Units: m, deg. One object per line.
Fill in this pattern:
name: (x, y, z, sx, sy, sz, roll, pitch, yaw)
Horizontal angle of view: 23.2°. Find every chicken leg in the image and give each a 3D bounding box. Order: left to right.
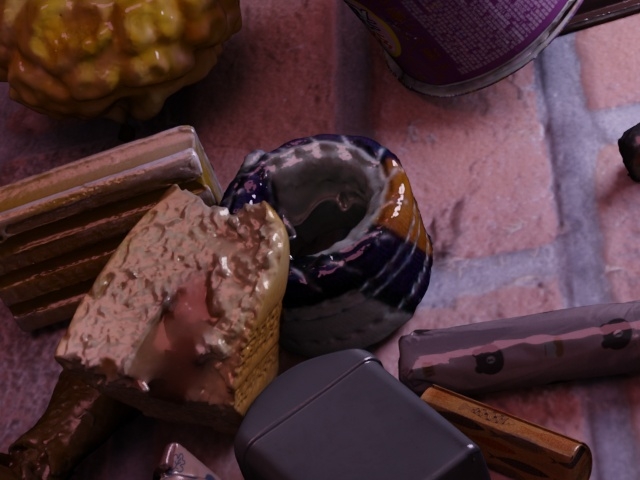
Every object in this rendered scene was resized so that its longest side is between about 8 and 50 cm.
chicken leg: (-0.325, 0.258, 1.591, 0.201, 0.152, 0.429, 13, 47, 39)

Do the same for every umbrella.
umbrella: (0.243, 0.104, 1.559, 0.337, 0.067, 0.073, -9, 58, 12)

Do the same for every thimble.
thimble: (0.000, 0.000, 1.689, 0.237, 0.150, 0.237, -12, 47, 13)

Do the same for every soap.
soap: (-0.245, -0.011, 1.778, 0.274, 0.173, 0.089, -18, 38, 4)

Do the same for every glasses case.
glasses case: (0.178, 0.190, 1.507, 0.170, 0.064, 0.041, 19, 49, 34)

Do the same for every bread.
bread: (-0.121, 0.087, 1.601, 0.183, 0.211, 0.224, 15, 68, 22)

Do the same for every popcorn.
popcorn: (-0.276, -0.323, 1.956, 0.349, 0.381, 0.349, -17, 29, 10)

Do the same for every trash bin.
trash bin: (0.032, 0.210, 1.497, 0.177, 0.101, 0.236, -33, 38, -20)

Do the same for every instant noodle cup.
instant noodle cup: (0.122, -0.373, 1.826, 0.340, 0.266, 0.340, -28, 44, 31)

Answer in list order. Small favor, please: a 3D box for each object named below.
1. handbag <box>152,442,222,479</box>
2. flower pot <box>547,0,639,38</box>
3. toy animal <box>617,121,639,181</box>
handbag: (-0.141, 0.323, 1.407, 0.251, 0.193, 0.190, -39, 37, -11)
flower pot: (0.333, -0.356, 1.925, 0.251, 0.084, 0.179, -15, 46, 7)
toy animal: (0.473, -0.189, 1.709, 0.168, 0.106, 0.343, 24, 65, 35)
